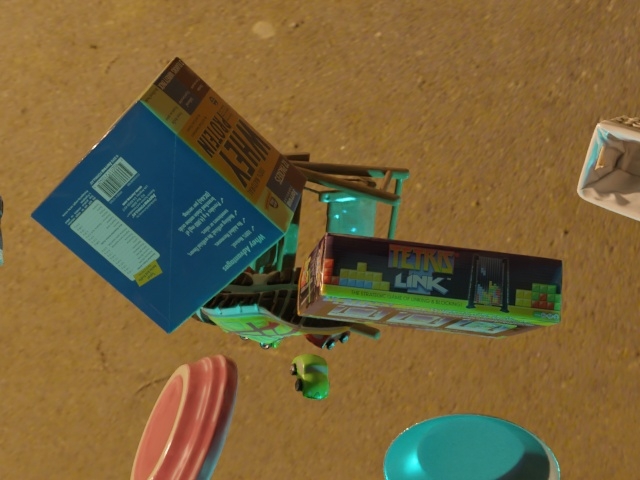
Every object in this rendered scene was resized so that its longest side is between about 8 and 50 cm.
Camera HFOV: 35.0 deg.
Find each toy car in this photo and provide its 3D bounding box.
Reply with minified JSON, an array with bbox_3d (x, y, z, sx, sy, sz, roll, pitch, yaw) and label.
[{"bbox_3d":[-0.028,0.199,1.861,0.239,0.225,0.053,4,123,-21],"label":"toy car"}]

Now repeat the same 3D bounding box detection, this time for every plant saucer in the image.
[{"bbox_3d":[-0.252,0.351,1.805,0.084,0.332,0.332,24,117,-15],"label":"plant saucer"},{"bbox_3d":[0.168,0.250,1.138,0.194,0.037,0.195,5,128,6],"label":"plant saucer"}]

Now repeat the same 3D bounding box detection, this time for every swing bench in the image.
[{"bbox_3d":[0.000,0.000,1.690,0.254,0.165,0.253,10,112,7],"label":"swing bench"}]

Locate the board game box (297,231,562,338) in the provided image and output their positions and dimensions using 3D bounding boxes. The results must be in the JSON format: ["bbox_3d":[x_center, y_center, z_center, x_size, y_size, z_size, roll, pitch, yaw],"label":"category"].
[{"bbox_3d":[0.075,0.036,0.756,0.170,0.141,0.048,7,78,-7],"label":"board game box"}]

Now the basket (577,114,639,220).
[{"bbox_3d":[0.447,-0.093,1.353,0.167,0.103,0.113,23,119,25],"label":"basket"}]

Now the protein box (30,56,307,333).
[{"bbox_3d":[-0.161,-0.047,1.111,0.201,0.136,0.200,43,117,-14],"label":"protein box"}]

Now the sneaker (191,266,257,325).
[{"bbox_3d":[-0.169,0.016,1.432,0.135,0.098,0.276,1,125,27],"label":"sneaker"}]

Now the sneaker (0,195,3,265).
[{"bbox_3d":[-0.630,-0.051,1.670,0.086,0.226,0.163,-14,71,45],"label":"sneaker"}]

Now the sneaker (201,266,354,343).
[{"bbox_3d":[-0.049,0.089,1.261,0.208,0.081,0.094,7,142,24],"label":"sneaker"}]
